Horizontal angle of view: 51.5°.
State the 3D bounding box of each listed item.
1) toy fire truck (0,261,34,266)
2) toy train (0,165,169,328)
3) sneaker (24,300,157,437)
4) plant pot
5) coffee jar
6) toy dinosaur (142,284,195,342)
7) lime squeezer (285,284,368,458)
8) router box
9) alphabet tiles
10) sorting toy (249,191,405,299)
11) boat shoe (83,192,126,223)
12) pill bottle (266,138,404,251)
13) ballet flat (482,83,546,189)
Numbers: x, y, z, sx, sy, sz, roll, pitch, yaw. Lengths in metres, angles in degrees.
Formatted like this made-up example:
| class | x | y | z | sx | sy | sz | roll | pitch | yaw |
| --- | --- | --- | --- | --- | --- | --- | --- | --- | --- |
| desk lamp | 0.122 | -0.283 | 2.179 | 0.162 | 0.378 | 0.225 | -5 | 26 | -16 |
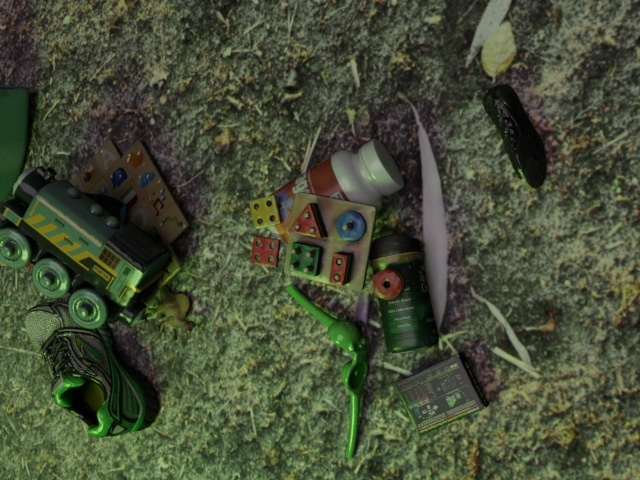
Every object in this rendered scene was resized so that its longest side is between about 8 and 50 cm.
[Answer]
| class | x | y | z | sx | sy | sz | roll | pitch | yaw |
| --- | --- | --- | --- | --- | --- | --- | --- | --- | --- |
| toy fire truck | -0.678 | 0.007 | 1.452 | 0.192 | 0.047 | 0.135 | 43 | 106 | 19 |
| toy train | -0.437 | 0.012 | 1.208 | 0.334 | 0.142 | 0.190 | 38 | 111 | 1 |
| sneaker | -0.470 | 0.240 | 1.293 | 0.343 | 0.146 | 0.134 | 38 | 104 | 22 |
| plant pot | -0.789 | -0.199 | 1.416 | 0.247 | 0.247 | 0.252 | 10 | 110 | 25 |
| coffee jar | 0.131 | 0.081 | 1.048 | 0.079 | 0.096 | 0.184 | -13 | 83 | 21 |
| toy dinosaur | -0.293 | 0.132 | 1.277 | 0.092 | 0.053 | 0.183 | -44 | 56 | 6 |
| lime squeezer | 0.029 | 0.205 | 1.113 | 0.110 | 0.059 | 0.310 | -25 | 79 | 22 |
| router box | 0.190 | 0.241 | 1.046 | 0.122 | 0.038 | 0.092 | -30 | 76 | 21 |
| alphabet tiles | -0.404 | -0.026 | 1.326 | 0.285 | 0.011 | 0.343 | -42 | 65 | 18 |
| sorting toy | 0.000 | 0.000 | 1.015 | 0.274 | 0.046 | 0.132 | 12 | 99 | 20 |
| boat shoe | -0.507 | -0.067 | 1.330 | 0.258 | 0.089 | 0.109 | -7 | 80 | 28 |
| pill bottle | 0.022 | -0.072 | 1.091 | 0.216 | 0.121 | 0.121 | -31 | 76 | 20 |
| ballet flat | 0.299 | -0.157 | 1.015 | 0.057 | 0.049 | 0.173 | -14 | 80 | -22 |
